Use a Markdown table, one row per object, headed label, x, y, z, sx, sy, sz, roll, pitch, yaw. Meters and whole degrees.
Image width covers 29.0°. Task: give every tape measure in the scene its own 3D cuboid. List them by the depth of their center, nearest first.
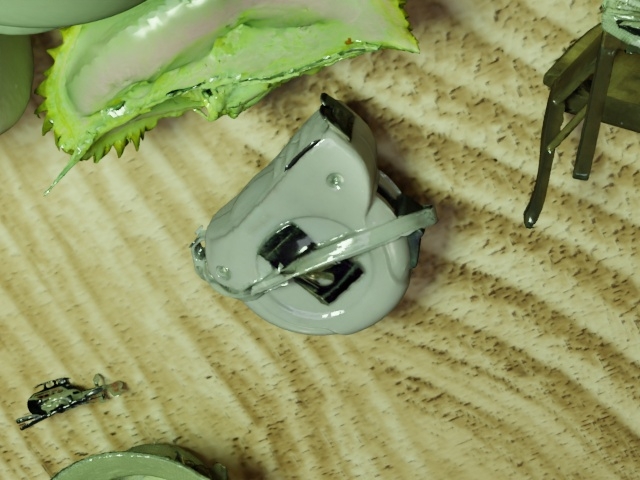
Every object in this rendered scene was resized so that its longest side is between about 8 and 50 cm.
| label | x | y | z | sx | sy | sz | roll | pitch | yaw |
| --- | --- | --- | --- | --- | --- | --- | --- | --- | --- |
| tape measure | 0.000 | 0.000 | 1.215 | 0.197 | 0.120 | 0.236 | 38 | 119 | -16 |

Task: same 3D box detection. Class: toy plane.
| label | x | y | z | sx | sy | sz | roll | pitch | yaw |
| --- | --- | --- | --- | --- | --- | --- | --- | --- | --- |
| toy plane | -0.277 | 0.174 | 1.368 | 0.120 | 0.049 | 0.031 | -17 | 117 | -6 |

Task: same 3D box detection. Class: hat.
| label | x | y | z | sx | sy | sz | roll | pitch | yaw |
| --- | --- | --- | --- | --- | --- | --- | --- | --- | --- |
| hat | -0.186 | 0.303 | 1.380 | 0.257 | 0.130 | 0.257 | 2 | 118 | 3 |

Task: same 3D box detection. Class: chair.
| label | x | y | z | sx | sy | sz | roll | pitch | yaw |
| --- | --- | --- | --- | --- | --- | --- | --- | --- | --- |
| chair | 0.297 | -0.163 | 1.099 | 0.160 | 0.319 | 0.186 | 15 | 162 | -1 |

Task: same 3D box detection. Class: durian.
| label | x | y | z | sx | sy | sz | roll | pitch | yaw |
| --- | --- | --- | --- | --- | --- | --- | --- | --- | --- |
| durian | -0.097 | -0.176 | 1.100 | 0.355 | 0.169 | 0.157 | -19 | 116 | 13 |

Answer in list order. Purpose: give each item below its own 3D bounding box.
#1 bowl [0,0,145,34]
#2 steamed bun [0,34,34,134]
| label | x | y | z | sx | sy | sz | roll | pitch | yaw |
| --- | --- | --- | --- | --- | --- | --- | --- | --- | --- |
| bowl | -0.243 | -0.289 | 0.980 | 0.353 | 0.354 | 0.185 | 21 | 137 | -6 |
| steamed bun | -0.351 | -0.167 | 1.099 | 0.146 | 0.242 | 0.164 | -22 | 142 | 17 |
